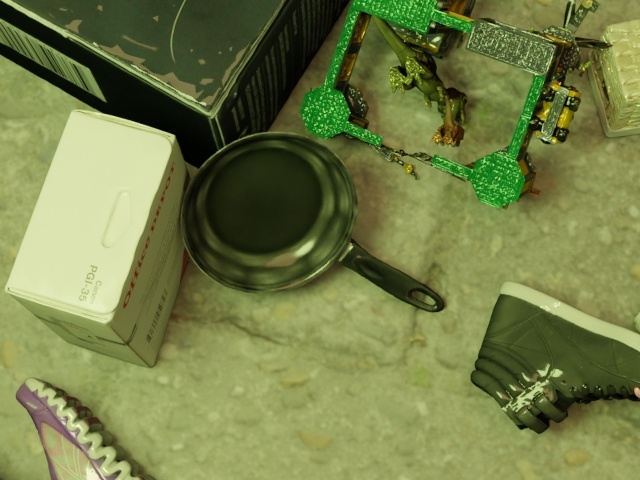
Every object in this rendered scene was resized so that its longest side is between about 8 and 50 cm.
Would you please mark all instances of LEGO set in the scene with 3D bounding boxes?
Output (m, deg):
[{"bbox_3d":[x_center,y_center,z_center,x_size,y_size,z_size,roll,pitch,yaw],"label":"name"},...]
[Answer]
[{"bbox_3d":[0.157,-0.188,1.531,0.331,0.192,0.255,15,105,19],"label":"LEGO set"}]

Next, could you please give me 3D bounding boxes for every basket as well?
[{"bbox_3d":[0.412,-0.201,1.538,0.167,0.103,0.113,-11,74,0],"label":"basket"}]

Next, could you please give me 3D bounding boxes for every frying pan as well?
[{"bbox_3d":[0.004,-0.027,1.455,0.326,0.053,0.197,5,115,-18],"label":"frying pan"}]

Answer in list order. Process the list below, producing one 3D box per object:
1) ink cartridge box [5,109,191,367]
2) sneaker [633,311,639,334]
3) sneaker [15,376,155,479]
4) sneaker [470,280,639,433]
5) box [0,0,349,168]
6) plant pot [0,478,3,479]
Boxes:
[{"bbox_3d":[-0.222,0.005,1.410,0.117,0.283,0.207,16,76,6],"label":"ink cartridge box"},{"bbox_3d":[0.498,0.083,1.443,0.293,0.108,0.169,-22,75,9],"label":"sneaker"},{"bbox_3d":[-0.269,0.256,1.449,0.104,0.095,0.236,-44,79,-1],"label":"sneaker"},{"bbox_3d":[0.292,0.161,1.416,0.296,0.104,0.147,24,83,38],"label":"sneaker"},{"bbox_3d":[-0.189,-0.402,1.506,0.480,0.297,0.471,30,80,6],"label":"box"},{"bbox_3d":[-0.483,0.292,1.382,0.274,0.256,0.256,35,79,26],"label":"plant pot"}]
